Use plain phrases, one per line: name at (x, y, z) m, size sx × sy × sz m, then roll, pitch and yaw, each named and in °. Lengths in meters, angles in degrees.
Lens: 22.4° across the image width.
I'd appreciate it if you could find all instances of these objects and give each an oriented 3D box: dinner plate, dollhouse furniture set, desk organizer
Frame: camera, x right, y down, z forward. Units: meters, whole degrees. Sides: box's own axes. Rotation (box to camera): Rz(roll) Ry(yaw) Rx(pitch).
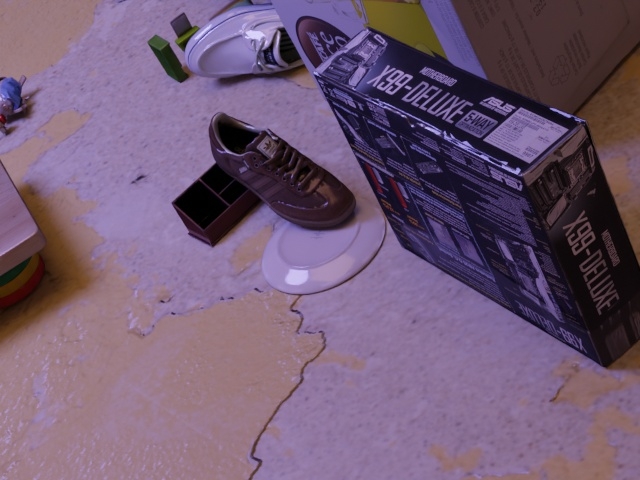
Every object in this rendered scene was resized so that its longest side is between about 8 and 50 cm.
dinner plate at (0.000, 0.000, 1.697) m, size 0.141 × 0.017 × 0.141 m, roll -17°, pitch 38°, yaw 14°
dollhouse furniture set at (-0.143, -0.271, 2.054) m, size 0.152 × 0.058 × 0.076 m, roll -39°, pitch 40°, yaw -12°
desk organizer at (-0.099, -0.059, 1.795) m, size 0.130 × 0.050 × 0.047 m, roll -44°, pitch 40°, yaw -19°

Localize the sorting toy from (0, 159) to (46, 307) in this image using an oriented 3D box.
sorting toy at (-0.450, 0.028, 1.882) m, size 0.257 × 0.089 × 0.255 m, roll -33°, pitch 38°, yaw -6°

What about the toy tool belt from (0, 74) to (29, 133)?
toy tool belt at (-0.408, -0.184, 2.127) m, size 0.051 × 0.052 × 0.083 m, roll -28°, pitch 38°, yaw 15°

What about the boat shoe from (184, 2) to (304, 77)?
boat shoe at (-0.058, -0.242, 1.948) m, size 0.226 × 0.083 × 0.075 m, roll -20°, pitch 38°, yaw 10°

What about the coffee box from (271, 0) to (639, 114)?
coffee box at (0.147, -0.342, 1.729) m, size 0.334 × 0.337 × 0.338 m, roll 23°, pitch 62°, yaw 45°

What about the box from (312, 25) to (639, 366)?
box at (0.147, -0.043, 1.472) m, size 0.076 × 0.242 × 0.307 m, roll -41°, pitch 39°, yaw -15°

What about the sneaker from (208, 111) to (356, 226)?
sneaker at (-0.048, -0.076, 1.711) m, size 0.188 × 0.071 × 0.066 m, roll 27°, pitch 68°, yaw 29°
